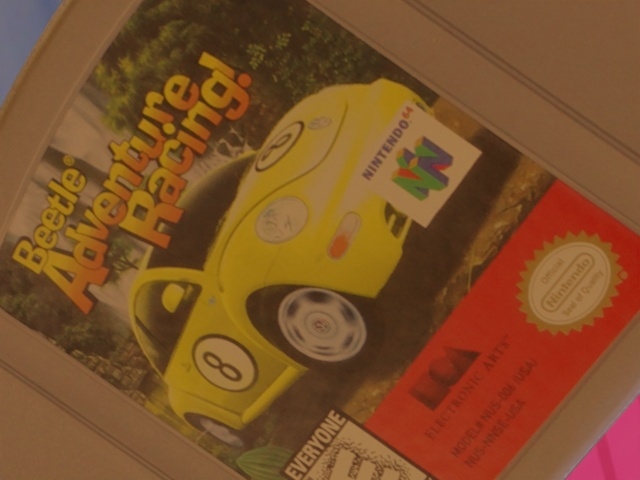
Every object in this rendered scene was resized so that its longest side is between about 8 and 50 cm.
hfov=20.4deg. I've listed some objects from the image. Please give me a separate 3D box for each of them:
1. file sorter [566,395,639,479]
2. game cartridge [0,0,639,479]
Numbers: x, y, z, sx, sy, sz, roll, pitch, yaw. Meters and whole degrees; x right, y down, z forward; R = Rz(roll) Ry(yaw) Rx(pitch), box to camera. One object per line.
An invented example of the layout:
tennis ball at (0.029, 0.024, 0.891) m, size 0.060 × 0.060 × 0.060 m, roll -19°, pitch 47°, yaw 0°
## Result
file sorter at (0.105, -0.008, 0.651) m, size 0.182 × 0.202 × 0.290 m, roll -21°, pitch -70°, yaw 49°
game cartridge at (0.000, 0.000, 0.518) m, size 0.196 × 0.060 × 0.294 m, roll 36°, pitch -61°, yaw 3°
